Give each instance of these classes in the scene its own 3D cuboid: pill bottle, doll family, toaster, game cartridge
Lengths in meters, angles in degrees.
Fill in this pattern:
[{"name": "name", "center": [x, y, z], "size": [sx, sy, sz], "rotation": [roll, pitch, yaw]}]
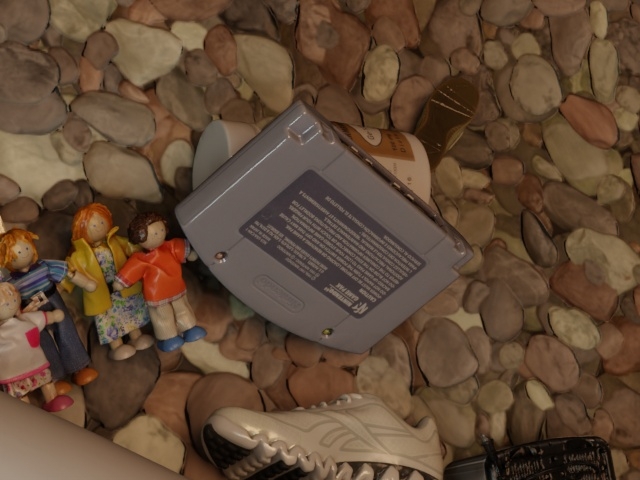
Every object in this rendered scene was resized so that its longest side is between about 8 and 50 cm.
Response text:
[{"name": "pill bottle", "center": [-0.011, -0.063, 1.607], "size": [0.229, 0.131, 0.131], "rotation": [6, 74, -26]}, {"name": "doll family", "center": [-0.244, 0.055, 1.470], "size": [0.263, 0.118, 0.163], "rotation": [-28, 109, -35]}, {"name": "toaster", "center": [0.234, 0.295, 1.651], "size": [0.168, 0.110, 0.186], "rotation": [-5, 80, -28]}, {"name": "game cartridge", "center": [0.000, 0.000, 1.540], "size": [0.196, 0.060, 0.294], "rotation": [-42, 131, 12]}]

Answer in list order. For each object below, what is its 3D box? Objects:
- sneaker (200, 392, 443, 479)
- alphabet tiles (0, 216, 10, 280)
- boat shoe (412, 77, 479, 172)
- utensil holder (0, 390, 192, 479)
[{"name": "sneaker", "center": [0.007, 0.209, 1.571], "size": [0.292, 0.110, 0.118], "rotation": [20, 61, -30]}, {"name": "alphabet tiles", "center": [-0.425, 0.030, 1.436], "size": [0.278, 0.021, 0.284], "rotation": [-25, 89, -30]}, {"name": "boat shoe", "center": [0.134, -0.125, 1.753], "size": [0.056, 0.048, 0.153], "rotation": [31, 58, -3]}, {"name": "utensil holder", "center": [-0.200, 0.336, 1.301], "size": [0.385, 0.327, 0.328], "rotation": [29, 66, -16]}]
